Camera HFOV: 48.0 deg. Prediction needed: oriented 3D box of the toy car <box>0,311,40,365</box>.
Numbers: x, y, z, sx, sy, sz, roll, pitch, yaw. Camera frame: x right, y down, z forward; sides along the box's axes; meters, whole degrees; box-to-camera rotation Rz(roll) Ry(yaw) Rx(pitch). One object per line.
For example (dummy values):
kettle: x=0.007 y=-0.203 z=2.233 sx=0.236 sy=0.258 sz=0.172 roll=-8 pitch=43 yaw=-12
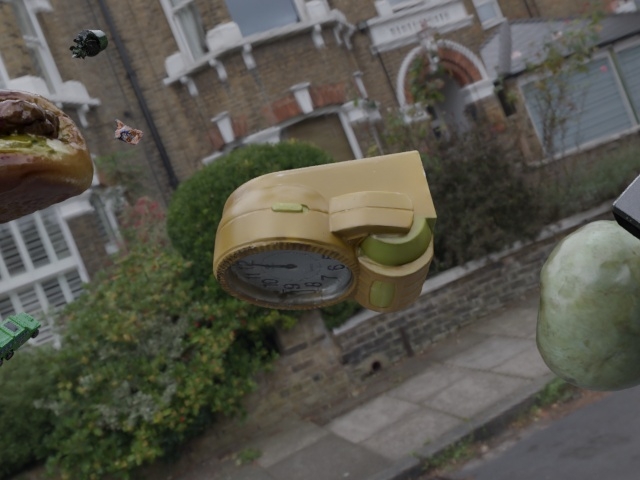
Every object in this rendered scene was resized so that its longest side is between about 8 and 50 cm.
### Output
toy car: x=-0.722 y=0.222 z=1.661 sx=0.165 sy=0.071 sz=0.062 roll=-49 pitch=-11 yaw=-52

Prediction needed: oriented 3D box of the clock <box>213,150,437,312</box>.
clock: x=0.000 y=0.000 z=1.084 sx=0.317 sy=0.200 sz=0.244 roll=-2 pitch=-33 yaw=-1

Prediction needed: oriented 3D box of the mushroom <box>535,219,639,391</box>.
mushroom: x=0.558 y=0.128 z=1.391 sx=0.352 sy=0.352 sz=0.260 roll=-23 pitch=23 yaw=-19

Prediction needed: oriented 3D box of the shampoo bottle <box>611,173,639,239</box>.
shampoo bottle: x=0.575 y=-0.109 z=1.135 sx=0.246 sy=0.079 sz=0.080 roll=-49 pitch=-36 yaw=5

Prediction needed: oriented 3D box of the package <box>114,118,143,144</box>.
package: x=-0.503 y=-0.282 z=1.874 sx=0.077 sy=0.033 sz=0.110 roll=13 pitch=32 yaw=-11

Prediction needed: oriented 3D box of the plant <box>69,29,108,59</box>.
plant: x=-0.443 y=-0.371 z=1.360 sx=0.051 sy=0.051 sz=0.102 roll=-22 pitch=18 yaw=21

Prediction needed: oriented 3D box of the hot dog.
hot dog: x=-0.573 y=-0.114 z=1.133 sx=0.405 sy=0.185 sz=0.223 roll=-24 pitch=-8 yaw=-18
